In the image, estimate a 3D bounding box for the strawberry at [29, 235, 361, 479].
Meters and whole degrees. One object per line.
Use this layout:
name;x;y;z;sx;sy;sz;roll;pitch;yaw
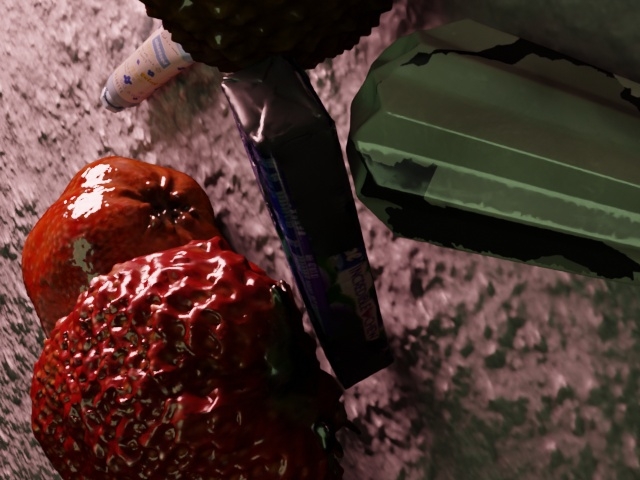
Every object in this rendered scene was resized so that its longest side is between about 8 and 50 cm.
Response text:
strawberry;-0.113;0.140;0.850;0.261;0.257;0.261;162;90;-75

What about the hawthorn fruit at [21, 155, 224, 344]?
hawthorn fruit;-0.211;0.039;1.037;0.253;0.205;0.205;-45;66;36

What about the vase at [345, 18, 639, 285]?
vase;0.185;-0.033;0.625;0.360;0.165;0.165;23;116;38

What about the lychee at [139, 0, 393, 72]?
lychee;-0.032;-0.255;0.742;0.267;0.267;0.268;15;111;45

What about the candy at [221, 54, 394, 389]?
candy;0.000;0.000;0.781;0.312;0.061;0.088;72;173;-50

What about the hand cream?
hand cream;-0.177;-0.184;1.061;0.170;0.043;0.065;-28;80;43
